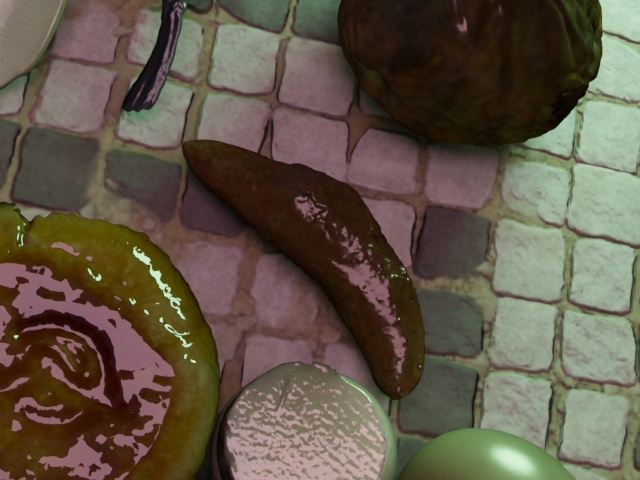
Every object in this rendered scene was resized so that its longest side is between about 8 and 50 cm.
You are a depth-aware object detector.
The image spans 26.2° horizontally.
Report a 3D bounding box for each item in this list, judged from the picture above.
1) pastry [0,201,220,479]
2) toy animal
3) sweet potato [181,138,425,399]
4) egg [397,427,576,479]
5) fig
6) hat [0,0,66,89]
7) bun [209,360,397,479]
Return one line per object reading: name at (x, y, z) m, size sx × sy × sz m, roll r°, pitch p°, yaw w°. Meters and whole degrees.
pastry at (-0.259, 0.131, 1.237) m, size 0.355 × 0.164 × 0.356 m, roll 6°, pitch 64°, yaw -13°
toy animal at (-0.119, -0.317, 1.456) m, size 0.205 × 0.081 × 0.367 m, roll -2°, pitch 92°, yaw -32°
sweet potato at (0.004, -0.001, 1.371) m, size 0.114 × 0.092 × 0.341 m, roll -41°, pitch 81°, yaw -5°
egg at (0.166, 0.284, 1.246) m, size 0.186 × 0.186 × 0.242 m, roll -34°, pitch 91°, yaw -20°
fig at (0.176, -0.247, 1.357) m, size 0.286 × 0.369 × 0.286 m, roll 2°, pitch 80°, yaw -9°
hat at (-0.372, -0.295, 1.394) m, size 0.257 × 0.168 × 0.302 m, roll 14°, pitch 89°, yaw -36°
bun at (-0.017, 0.205, 1.273) m, size 0.172 × 0.120 × 0.173 m, roll 2°, pitch 67°, yaw -4°
